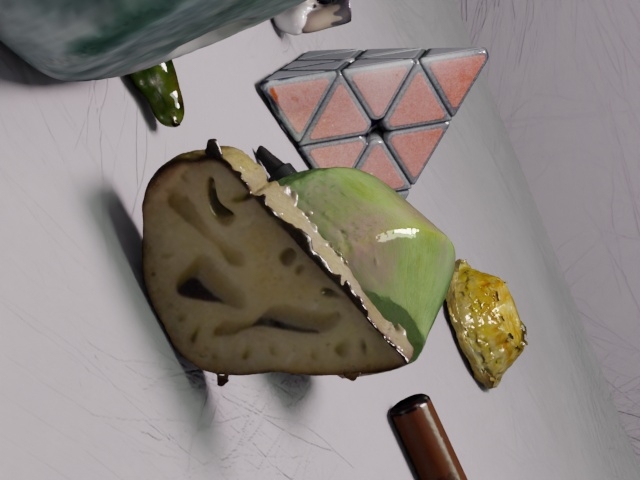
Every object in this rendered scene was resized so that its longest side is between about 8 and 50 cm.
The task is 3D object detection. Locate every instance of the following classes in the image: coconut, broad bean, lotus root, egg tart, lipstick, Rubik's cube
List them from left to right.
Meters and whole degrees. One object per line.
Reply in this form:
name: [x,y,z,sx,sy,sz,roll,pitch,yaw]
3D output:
broad bean: [-0.180,-0.251,1.553,0.144,0.049,0.292,49,25,-44]
lotus root: [-0.059,0.038,1.347,0.261,0.170,0.074,55,11,-7]
coconut: [0.031,0.039,1.584,0.204,0.236,0.236,-19,85,-33]
Rubik's cube: [0.048,-0.168,2.023,0.228,0.229,0.233,31,62,2]
lipstick: [0.179,0.355,1.893,0.357,0.057,0.057,66,16,-7]
egg tart: [0.260,0.124,2.423,0.212,0.090,0.213,52,25,-36]

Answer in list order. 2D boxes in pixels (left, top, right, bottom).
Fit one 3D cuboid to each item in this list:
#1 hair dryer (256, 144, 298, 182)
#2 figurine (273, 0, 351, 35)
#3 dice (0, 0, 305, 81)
hair dryer: [0.000,0.000,1.769,0.255,0.128,0.070,47,7,9]
figurine: [-0.053,-0.369,2.028,0.222,0.145,0.145,67,12,-46]
dice: [-0.126,-0.342,1.278,0.328,0.348,0.330,66,21,-2]
